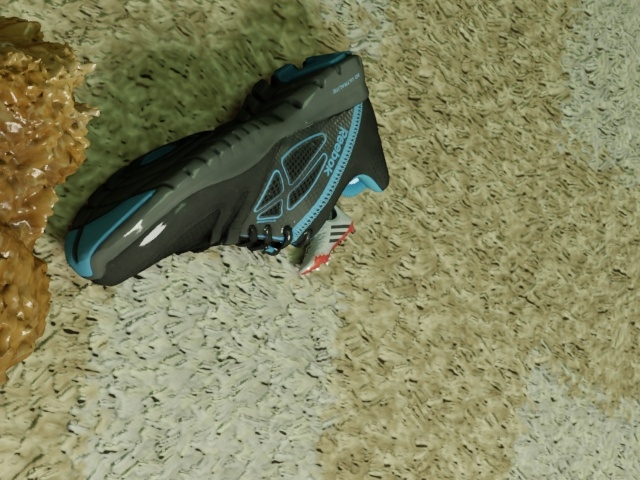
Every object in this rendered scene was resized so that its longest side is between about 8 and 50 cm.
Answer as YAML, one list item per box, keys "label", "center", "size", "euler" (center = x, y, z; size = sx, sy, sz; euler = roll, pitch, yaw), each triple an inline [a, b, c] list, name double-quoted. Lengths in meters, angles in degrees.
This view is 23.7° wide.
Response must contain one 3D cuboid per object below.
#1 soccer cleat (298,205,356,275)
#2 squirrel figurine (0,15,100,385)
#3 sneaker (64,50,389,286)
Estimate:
- label: "soccer cleat"
  center: [0.000, 0.000, 1.388]
  size: [0.036, 0.029, 0.083]
  euler: [51, 52, -11]
- label: "squirrel figurine"
  center: [-0.342, -0.068, 1.006]
  size: [0.397, 0.281, 0.371]
  euler: [-1, 73, -54]
- label: "sneaker"
  center: [-0.061, -0.038, 1.281]
  size: [0.341, 0.125, 0.140]
  euler: [-35, 110, -35]
